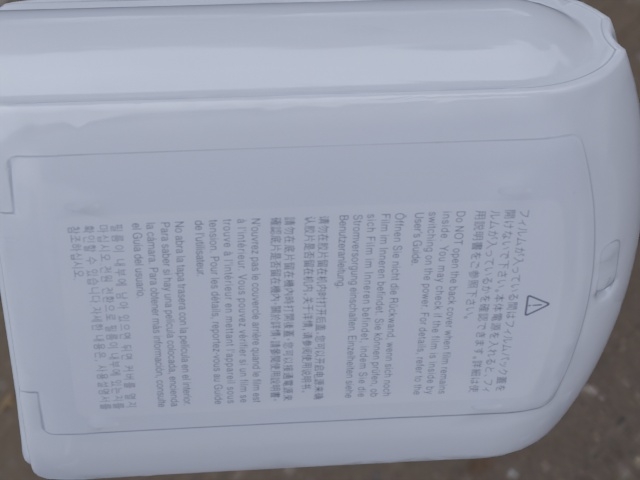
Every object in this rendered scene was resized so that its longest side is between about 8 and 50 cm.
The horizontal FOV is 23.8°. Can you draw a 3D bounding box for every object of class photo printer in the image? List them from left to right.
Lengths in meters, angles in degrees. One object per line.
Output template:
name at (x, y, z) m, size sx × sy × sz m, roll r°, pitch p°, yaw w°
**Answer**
photo printer at (0.000, 0.000, 0.737) m, size 0.307 × 0.256 × 0.107 m, roll -3°, pitch 40°, yaw -4°
